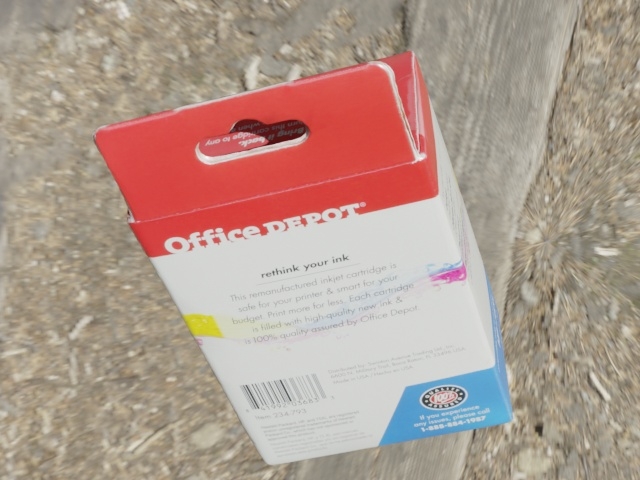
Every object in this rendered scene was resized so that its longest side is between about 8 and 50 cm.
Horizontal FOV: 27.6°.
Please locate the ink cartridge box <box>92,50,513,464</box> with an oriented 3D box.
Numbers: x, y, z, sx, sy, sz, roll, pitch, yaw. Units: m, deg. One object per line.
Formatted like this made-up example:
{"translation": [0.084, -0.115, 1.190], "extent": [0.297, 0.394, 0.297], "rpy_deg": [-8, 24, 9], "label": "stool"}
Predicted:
{"translation": [0.000, 0.000, 0.611], "extent": [0.134, 0.078, 0.231], "rpy_deg": [-12, 132, 12], "label": "ink cartridge box"}
